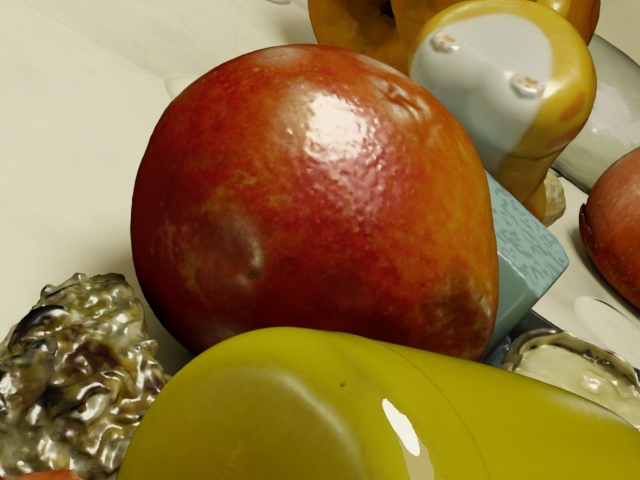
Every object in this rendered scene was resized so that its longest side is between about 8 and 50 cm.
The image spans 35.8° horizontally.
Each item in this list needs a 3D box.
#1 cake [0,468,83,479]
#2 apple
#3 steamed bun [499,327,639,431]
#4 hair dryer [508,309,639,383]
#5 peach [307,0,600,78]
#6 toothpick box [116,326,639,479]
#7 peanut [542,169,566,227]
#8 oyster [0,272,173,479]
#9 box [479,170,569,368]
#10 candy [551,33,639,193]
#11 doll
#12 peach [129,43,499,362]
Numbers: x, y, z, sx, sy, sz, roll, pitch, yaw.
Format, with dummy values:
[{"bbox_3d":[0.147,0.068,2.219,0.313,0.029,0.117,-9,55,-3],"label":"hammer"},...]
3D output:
[{"bbox_3d":[-0.059,0.191,0.282,0.098,0.135,0.287,28,30,-53],"label":"cake"},{"bbox_3d":[0.456,-0.014,1.225,0.271,0.206,0.252,6,42,-52],"label":"apple"},{"bbox_3d":[0.170,0.163,0.644,0.177,0.106,0.192,28,34,14],"label":"steamed bun"},{"bbox_3d":[0.301,0.108,0.861,0.271,0.091,0.235,-20,49,-37],"label":"hair dryer"},{"bbox_3d":[0.164,-0.280,1.151,0.301,0.343,0.343,-18,55,-36],"label":"peach"},{"bbox_3d":[0.057,0.137,0.451,0.271,0.175,0.175,14,32,-47],"label":"toothpick box"},{"bbox_3d":[0.228,-0.055,1.142,0.174,0.080,0.080,6,38,-50],"label":"peanut"},{"bbox_3d":[-0.111,0.076,0.485,0.105,0.056,0.177,23,31,-11],"label":"oyster"},{"bbox_3d":[0.076,0.003,0.767,0.227,0.130,0.162,45,25,10],"label":"box"},{"bbox_3d":[0.411,-0.238,1.615,0.426,0.186,0.386,28,29,-10],"label":"candy"},{"bbox_3d":[0.144,-0.089,0.887,0.166,0.270,0.162,40,44,25],"label":"doll"},{"bbox_3d":[0.000,0.000,0.589,0.243,0.199,0.243,34,35,-28],"label":"peach"}]
